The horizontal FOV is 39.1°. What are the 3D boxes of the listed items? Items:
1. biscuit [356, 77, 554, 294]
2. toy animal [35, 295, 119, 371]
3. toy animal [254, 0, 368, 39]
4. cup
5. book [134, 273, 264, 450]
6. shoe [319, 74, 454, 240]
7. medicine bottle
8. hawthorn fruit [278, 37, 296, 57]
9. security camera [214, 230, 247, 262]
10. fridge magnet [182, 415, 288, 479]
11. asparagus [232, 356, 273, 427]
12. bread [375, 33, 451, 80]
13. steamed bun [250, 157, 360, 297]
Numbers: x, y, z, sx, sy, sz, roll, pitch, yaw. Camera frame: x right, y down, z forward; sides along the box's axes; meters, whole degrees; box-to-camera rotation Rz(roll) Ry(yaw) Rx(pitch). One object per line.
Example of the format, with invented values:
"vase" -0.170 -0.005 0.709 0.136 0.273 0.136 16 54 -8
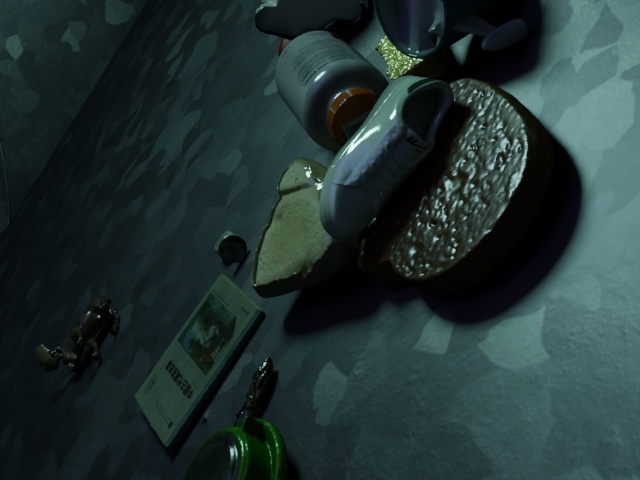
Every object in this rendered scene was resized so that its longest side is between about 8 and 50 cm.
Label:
"biscuit" 0.167 -0.062 1.219 0.314 0.063 0.367 -53 27 17
"toy animal" -0.534 0.217 2.016 0.214 0.093 0.186 -56 32 -13
"toy animal" -0.039 -0.549 1.885 0.194 0.257 0.357 -57 16 25
"cup" 0.194 -0.382 1.369 0.173 0.168 0.299 -30 58 -28
"book" -0.215 0.206 1.583 0.283 0.025 0.215 -56 29 -2
"shoe" 0.093 -0.120 1.239 0.110 0.095 0.265 5 65 61
"medicine bottle" 0.027 -0.245 1.519 0.157 0.157 0.289 -51 29 12
"hawthorn fruit" -0.055 -0.402 1.898 0.077 0.077 0.077 -38 34 31
"security camera" -0.172 0.009 1.699 0.058 0.058 0.092 -56 16 2
"fridge magnet" -0.124 0.341 1.235 0.208 0.088 0.208 -38 34 32
"asparagus" -0.107 0.252 1.360 0.036 0.030 0.165 -18 46 64
"bread" 0.154 -0.314 1.490 0.103 0.065 0.187 -44 35 20
"steamed bun" -0.005 -0.023 1.393 0.231 0.110 0.213 -21 57 50
